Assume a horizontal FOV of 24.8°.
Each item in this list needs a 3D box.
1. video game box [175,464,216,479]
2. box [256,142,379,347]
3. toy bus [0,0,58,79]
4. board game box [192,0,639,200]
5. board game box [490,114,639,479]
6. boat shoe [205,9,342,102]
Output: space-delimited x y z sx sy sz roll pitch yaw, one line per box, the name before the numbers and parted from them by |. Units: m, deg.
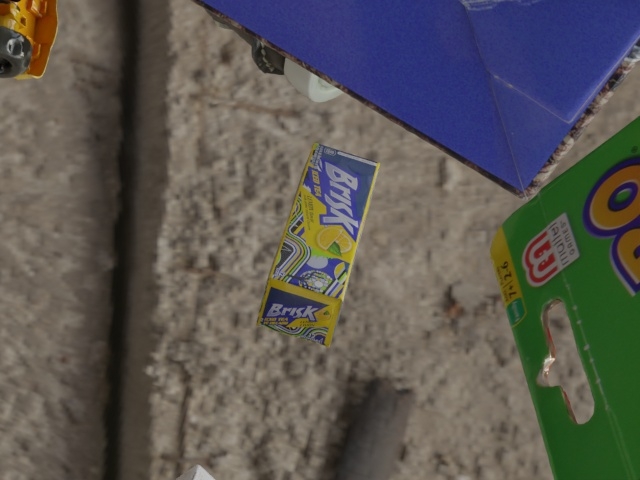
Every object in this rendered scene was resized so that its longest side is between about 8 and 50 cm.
video game box | -0.097 0.367 1.526 0.205 0.048 0.187 46 28 -14
box | 0.000 0.000 1.116 0.059 0.054 0.169 17 41 0
toy bus | -0.391 -0.241 1.407 0.220 0.211 0.149 42 44 -54
board game box | 0.068 -0.203 0.668 0.232 0.141 0.291 32 46 0
board game box | 0.156 -0.024 0.365 0.039 0.259 0.124 32 34 -36
boat shoe | 0.037 -0.172 0.880 0.091 0.114 0.302 36 28 13
